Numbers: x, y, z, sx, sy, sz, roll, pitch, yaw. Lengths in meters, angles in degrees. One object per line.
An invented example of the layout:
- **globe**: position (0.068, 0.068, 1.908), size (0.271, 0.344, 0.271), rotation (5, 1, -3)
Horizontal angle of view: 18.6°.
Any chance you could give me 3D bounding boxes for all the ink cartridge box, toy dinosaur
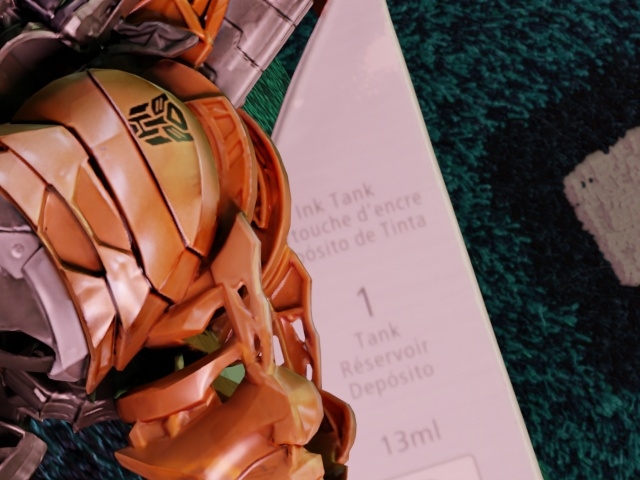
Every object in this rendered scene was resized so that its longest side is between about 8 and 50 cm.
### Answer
- **ink cartridge box**: position (0.000, 0.000, 0.810), size (0.308, 0.091, 0.385), rotation (79, -7, -75)
- **toy dinosaur**: position (-0.084, 0.004, 0.454), size (0.164, 0.218, 0.322), rotation (50, 9, -51)

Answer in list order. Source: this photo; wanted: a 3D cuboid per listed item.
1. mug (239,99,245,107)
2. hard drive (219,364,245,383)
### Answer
- **mug**: position (-0.131, -0.055, 0.611), size (0.150, 0.169, 0.113), rotation (60, 8, 32)
- **hard drive**: position (-0.011, 0.139, 1.128), size (0.307, 0.040, 0.203), rotation (54, 7, -28)
